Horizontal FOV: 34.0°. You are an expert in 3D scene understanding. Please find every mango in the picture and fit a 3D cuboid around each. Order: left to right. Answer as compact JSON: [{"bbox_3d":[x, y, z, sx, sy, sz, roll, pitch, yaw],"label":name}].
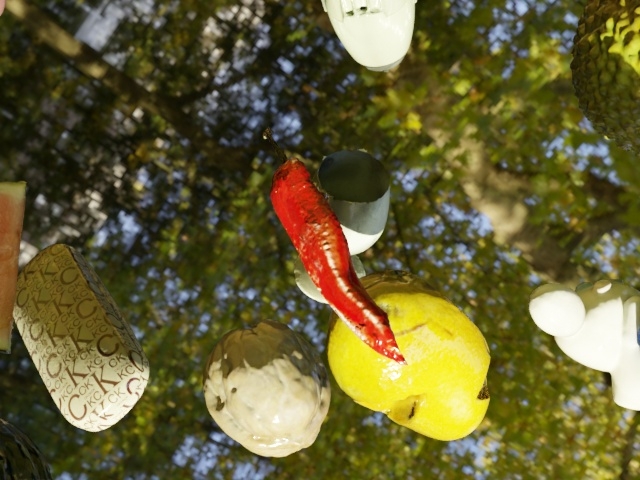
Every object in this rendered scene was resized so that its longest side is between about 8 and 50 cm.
[{"bbox_3d":[0.114,0.144,1.249,0.167,0.262,0.130,-49,-151,4],"label":"mango"}]

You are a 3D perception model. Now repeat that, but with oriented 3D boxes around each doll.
[{"bbox_3d":[0.361,0.113,1.117,0.242,0.311,0.159,-12,-99,13],"label":"doll"}]

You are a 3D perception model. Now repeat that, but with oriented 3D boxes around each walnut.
[{"bbox_3d":[-0.085,0.244,1.706,0.224,0.224,0.224,-38,-147,30],"label":"walnut"}]

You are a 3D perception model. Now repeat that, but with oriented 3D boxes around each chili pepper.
[{"bbox_3d":[0.000,0.000,0.907,0.059,0.050,0.268,100,-33,-59],"label":"chili pepper"}]

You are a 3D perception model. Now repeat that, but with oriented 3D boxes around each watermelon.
[{"bbox_3d":[-0.300,0.031,0.926,0.069,0.087,0.163,87,2,-64],"label":"watermelon"}]

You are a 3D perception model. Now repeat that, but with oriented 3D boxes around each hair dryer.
[{"bbox_3d":[0.040,-0.296,0.949,0.088,0.219,0.225,-2,-109,13],"label":"hair dryer"}]

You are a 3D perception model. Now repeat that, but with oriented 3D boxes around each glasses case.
[{"bbox_3d":[-0.354,0.131,1.515,0.137,0.085,0.355,-46,-134,3],"label":"glasses case"}]

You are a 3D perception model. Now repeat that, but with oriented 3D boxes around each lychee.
[{"bbox_3d":[0.438,-0.228,1.241,0.270,0.270,0.320,-60,-177,-7],"label":"lychee"}]

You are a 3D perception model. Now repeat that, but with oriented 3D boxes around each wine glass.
[{"bbox_3d":[0.030,-0.018,1.532,0.241,0.126,0.126,103,-4,-50],"label":"wine glass"}]

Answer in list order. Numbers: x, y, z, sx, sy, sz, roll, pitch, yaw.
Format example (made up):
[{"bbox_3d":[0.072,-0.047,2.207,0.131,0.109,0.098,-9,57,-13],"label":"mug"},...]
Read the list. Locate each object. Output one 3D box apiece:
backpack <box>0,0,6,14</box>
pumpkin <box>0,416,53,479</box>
[{"bbox_3d":[-0.403,-0.236,0.808,0.197,0.317,0.283,105,-36,-64],"label":"backpack"},{"bbox_3d":[-0.304,0.177,0.734,0.250,0.250,0.216,-14,-121,51],"label":"pumpkin"}]
